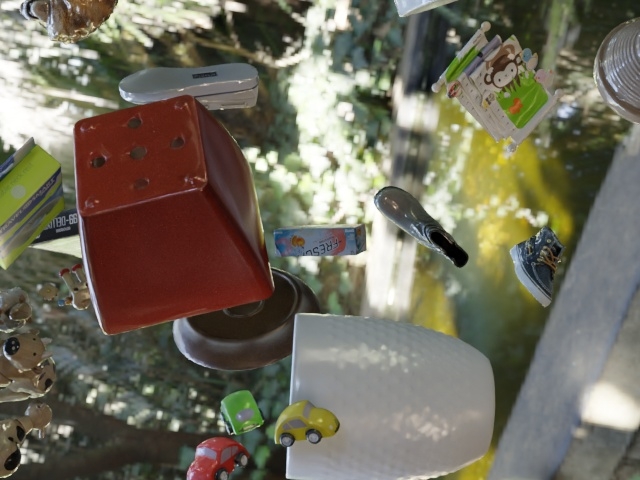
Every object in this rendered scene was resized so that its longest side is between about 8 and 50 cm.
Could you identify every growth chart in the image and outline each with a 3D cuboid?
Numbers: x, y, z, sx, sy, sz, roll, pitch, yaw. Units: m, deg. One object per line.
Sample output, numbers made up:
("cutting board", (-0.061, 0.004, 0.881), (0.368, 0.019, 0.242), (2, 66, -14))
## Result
("growth chart", (0.313, -0.265, 1.667), (0.172, 0.237, 0.021), (-56, 31, 0))

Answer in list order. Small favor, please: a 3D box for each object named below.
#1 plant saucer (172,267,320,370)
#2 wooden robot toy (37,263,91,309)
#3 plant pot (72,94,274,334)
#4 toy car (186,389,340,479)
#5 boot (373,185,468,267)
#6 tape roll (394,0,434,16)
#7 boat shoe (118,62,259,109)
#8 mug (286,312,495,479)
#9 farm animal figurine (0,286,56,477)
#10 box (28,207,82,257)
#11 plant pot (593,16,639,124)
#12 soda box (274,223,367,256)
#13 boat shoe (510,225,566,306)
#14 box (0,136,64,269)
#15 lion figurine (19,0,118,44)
("plant saucer", (-0.156, 0.145, 1.999), (0.311, 0.310, 0.050), (-86, -11, -53))
("wooden robot toy", (-0.456, 0.095, 1.859), (0.076, 0.173, 0.079), (55, 150, 27))
("plant pot", (-0.234, -0.056, 1.420), (0.236, 0.267, 0.267), (78, 179, -55))
("toy car", (-0.111, 0.276, 1.471), (0.225, 0.239, 0.053), (-151, 44, -68))
("boot", (0.247, -0.037, 2.310), (0.083, 0.246, 0.161), (-52, 18, 2))
("tape roll", (0.307, -0.477, 1.637), (0.392, 0.392, 0.072), (-108, -2, -82))
("boat shoe", (-0.252, -0.285, 1.878), (0.096, 0.267, 0.088), (-114, 19, -47))
("mug", (0.111, 0.283, 1.663), (0.374, 0.328, 0.276), (98, 175, -71))
("farm animal figurine", (-0.548, 0.240, 1.721), (0.327, 0.172, 0.330), (96, 167, -85))
("box", (-0.598, -0.022, 2.573), (0.307, 0.242, 0.077), (24, -123, -72))
("plant pot", (0.653, -0.344, 1.850), (0.110, 0.237, 0.237), (87, -170, -69))
("soda box", (0.000, 0.000, 1.969), (0.063, 0.183, 0.058), (-21, -72, -65))
("boat shoe", (0.376, 0.037, 1.635), (0.083, 0.065, 0.183), (-41, 20, 17))
("box", (-0.339, -0.039, 1.086), (0.109, 0.042, 0.178), (-51, 0, -20))
("lion figurine", (-0.367, -0.517, 1.624), (0.392, 0.142, 0.240), (-67, 21, -2))
